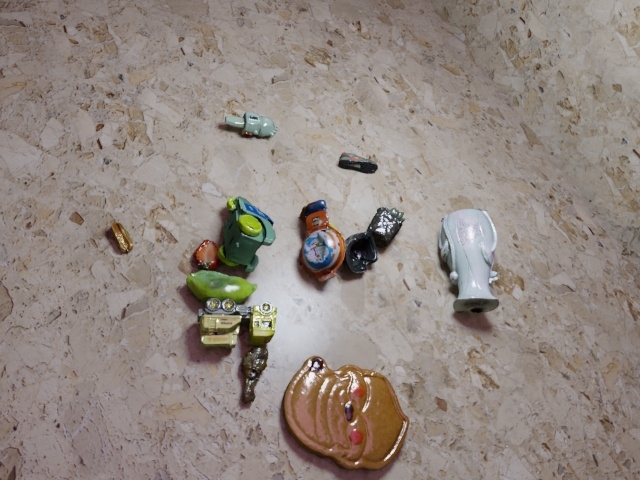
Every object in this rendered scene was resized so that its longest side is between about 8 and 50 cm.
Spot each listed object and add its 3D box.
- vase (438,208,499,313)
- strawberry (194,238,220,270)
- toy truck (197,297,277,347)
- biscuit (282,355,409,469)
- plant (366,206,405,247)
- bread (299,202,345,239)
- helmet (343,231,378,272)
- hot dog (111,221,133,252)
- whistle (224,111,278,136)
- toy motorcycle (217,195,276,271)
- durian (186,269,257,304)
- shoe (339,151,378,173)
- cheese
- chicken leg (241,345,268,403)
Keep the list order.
[{"bbox_3d":[0.642,0.091,2.106,0.250,0.250,0.445,9,61,-14],"label":"vase"},{"bbox_3d":[-0.425,0.060,1.860,0.104,0.048,0.152,7,40,-7],"label":"strawberry"},{"bbox_3d":[-0.289,0.299,1.704,0.272,0.124,0.157,5,57,-16],"label":"toy truck"},{"bbox_3d":[0.092,0.596,1.687,0.456,0.078,0.349,16,59,-10],"label":"biscuit"},{"bbox_3d":[0.282,-0.069,2.136,0.132,0.129,0.194,34,57,4],"label":"plant"},{"bbox_3d":[0.009,-0.056,2.059,0.226,0.088,0.049,46,53,11],"label":"bread"},{"bbox_3d":[0.144,0.045,2.021,0.177,0.107,0.153,-31,115,-28],"label":"helmet"},{"bbox_3d":[-0.730,-0.010,1.805,0.056,0.041,0.133,-22,76,-29],"label":"hot dog"},{"bbox_3d":[-0.311,-0.528,2.241,0.253,0.105,0.101,4,27,-25],"label":"whistle"},{"bbox_3d":[-0.273,-0.046,1.906,0.200,0.191,0.326,23,31,-24],"label":"toy motorcycle"},{"bbox_3d":[-0.360,0.171,1.772,0.250,0.101,0.139,12,51,-1],"label":"durian"},{"bbox_3d":[0.182,-0.378,2.338,0.195,0.074,0.077,7,52,-12],"label":"shoe"},{"bbox_3d":[0.000,0.000,1.955,0.129,0.217,0.329,21,56,-56],"label":"cheese"},{"bbox_3d":[-0.233,0.454,1.668,0.085,0.069,0.197,27,57,-31],"label":"chicken leg"}]
